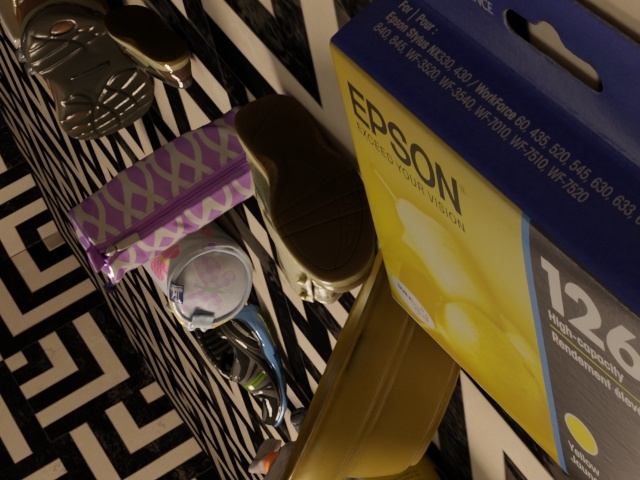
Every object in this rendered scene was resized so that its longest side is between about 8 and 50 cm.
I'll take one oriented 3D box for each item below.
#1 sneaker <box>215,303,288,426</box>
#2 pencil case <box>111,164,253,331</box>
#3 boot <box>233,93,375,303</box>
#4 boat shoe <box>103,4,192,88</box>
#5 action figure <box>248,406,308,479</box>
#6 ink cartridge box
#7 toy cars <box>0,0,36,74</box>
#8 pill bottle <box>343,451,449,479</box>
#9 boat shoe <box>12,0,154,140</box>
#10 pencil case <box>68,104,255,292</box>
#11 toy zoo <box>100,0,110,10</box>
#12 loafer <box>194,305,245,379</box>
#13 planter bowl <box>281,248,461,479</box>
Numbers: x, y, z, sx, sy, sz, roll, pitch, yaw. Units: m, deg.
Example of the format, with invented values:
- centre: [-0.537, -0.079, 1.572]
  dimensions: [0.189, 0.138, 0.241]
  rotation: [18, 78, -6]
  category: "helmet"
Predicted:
- centre: [-0.089, 0.165, 1.818]
  dimensions: [0.067, 0.078, 0.188]
  rotation: [-104, -3, -56]
  category: "sneaker"
- centre: [-0.185, 0.004, 1.769]
  dimensions: [0.273, 0.113, 0.124]
  rotation: [45, 139, 50]
  category: "pencil case"
- centre: [0.000, 0.000, 1.139]
  dimensions: [0.165, 0.077, 0.213]
  rotation: [74, 170, -46]
  category: "boot"
- centre: [-0.178, -0.197, 1.434]
  dimensions: [0.152, 0.056, 0.049]
  rotation: [45, 155, 48]
  category: "boat shoe"
- centre: [-0.005, 0.402, 1.851]
  dimensions: [0.341, 0.178, 0.330]
  rotation: [62, 177, 5]
  category: "action figure"
- centre: [0.114, -0.001, 0.747]
  dimensions: [0.303, 0.072, 0.307]
  rotation: [48, 164, 44]
  category: "ink cartridge box"
- centre: [-0.397, -0.352, 1.737]
  dimensions: [0.176, 0.087, 0.394]
  rotation: [56, 172, 42]
  category: "toy cars"
- centre: [0.097, 0.288, 1.322]
  dimensions: [0.208, 0.119, 0.119]
  rotation: [49, 163, 41]
  category: "pill bottle"
- centre: [-0.274, -0.223, 1.605]
  dimensions: [0.324, 0.122, 0.120]
  rotation: [85, 161, -71]
  category: "boat shoe"
- centre: [-0.135, -0.043, 1.290]
  dimensions: [0.086, 0.206, 0.088]
  rotation: [56, 174, -13]
  category: "pencil case"
- centre: [-0.320, -0.364, 1.659]
  dimensions: [0.192, 0.030, 0.293]
  rotation: [50, 164, 35]
  category: "toy zoo"
- centre: [-0.146, 0.092, 1.934]
  dimensions: [0.220, 0.080, 0.078]
  rotation: [63, 177, 8]
  category: "loafer"
- centre: [0.051, 0.110, 1.070]
  dimensions: [0.090, 0.217, 0.217]
  rotation: [23, 164, -1]
  category: "planter bowl"
